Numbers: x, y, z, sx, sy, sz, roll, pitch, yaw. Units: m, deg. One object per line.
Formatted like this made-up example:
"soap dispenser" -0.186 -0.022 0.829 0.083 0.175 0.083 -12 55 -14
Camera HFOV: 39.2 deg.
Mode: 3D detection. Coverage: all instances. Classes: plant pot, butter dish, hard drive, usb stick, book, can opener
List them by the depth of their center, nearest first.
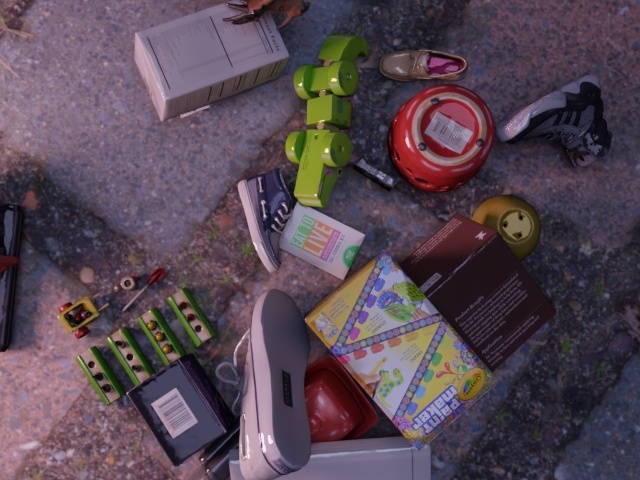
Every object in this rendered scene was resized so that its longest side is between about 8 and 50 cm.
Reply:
"hard drive" 0.022 0.466 1.617 0.353 0.047 0.233 -4 114 -1
"butter dish" -0.004 0.317 1.622 0.160 0.118 0.160 -37 88 18
"plant pot" 0.225 -0.192 1.644 0.191 0.174 0.191 0 85 -2
"can opener" -0.176 0.424 1.663 0.283 0.076 0.095 -45 120 -3
"plant pot" 0.354 -0.023 1.672 0.134 0.095 0.134 0 87 -1
"usb stick" -0.605 0.069 1.679 0.077 0.045 0.278 4 87 8
"book" 0.000 0.000 1.700 0.144 0.035 0.096 26 91 0

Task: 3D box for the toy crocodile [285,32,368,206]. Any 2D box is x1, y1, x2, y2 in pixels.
"toy crocodile" 0.016 -0.227 1.676 0.115 0.105 0.341 1 80 41

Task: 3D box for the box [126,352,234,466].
"box" -0.242 0.293 1.589 0.108 0.207 0.153 -34 88 -3

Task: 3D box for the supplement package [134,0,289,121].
"supplement package" -0.200 -0.334 1.641 0.244 0.134 0.139 -22 87 -15

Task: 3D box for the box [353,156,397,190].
"box" 0.103 -0.125 1.689 0.083 0.067 0.018 32 87 0

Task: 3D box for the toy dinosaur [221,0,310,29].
"toy dinosaur" -0.175 -0.466 1.549 0.295 0.127 0.200 11 124 14

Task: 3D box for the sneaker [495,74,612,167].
"sneaker" 0.443 -0.198 1.647 0.268 0.101 0.153 -28 94 -31

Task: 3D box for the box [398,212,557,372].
"box" 0.272 0.091 1.597 0.168 0.167 0.203 -41 111 -4

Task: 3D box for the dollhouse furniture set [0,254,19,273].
"dollhouse furniture set" -0.767 0.044 1.632 0.374 0.152 0.201 -31 75 15

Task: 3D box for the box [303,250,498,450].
"box" 0.124 0.184 1.560 0.177 0.290 0.279 -40 89 -4

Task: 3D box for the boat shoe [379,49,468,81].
"boat shoe" 0.198 -0.337 1.706 0.170 0.059 0.063 0 87 -1

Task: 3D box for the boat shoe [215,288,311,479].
"boat shoe" -0.107 0.261 1.592 0.156 0.136 0.367 -32 45 28

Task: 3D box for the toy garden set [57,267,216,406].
"toy garden set" -0.353 0.158 1.671 0.244 0.049 0.204 -34 85 -3

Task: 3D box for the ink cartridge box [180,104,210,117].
"ink cartridge box" -0.257 -0.294 1.713 0.063 0.029 0.115 -22 88 -3

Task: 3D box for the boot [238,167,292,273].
"boot" -0.087 -0.040 1.664 0.086 0.069 0.190 -21 76 10
